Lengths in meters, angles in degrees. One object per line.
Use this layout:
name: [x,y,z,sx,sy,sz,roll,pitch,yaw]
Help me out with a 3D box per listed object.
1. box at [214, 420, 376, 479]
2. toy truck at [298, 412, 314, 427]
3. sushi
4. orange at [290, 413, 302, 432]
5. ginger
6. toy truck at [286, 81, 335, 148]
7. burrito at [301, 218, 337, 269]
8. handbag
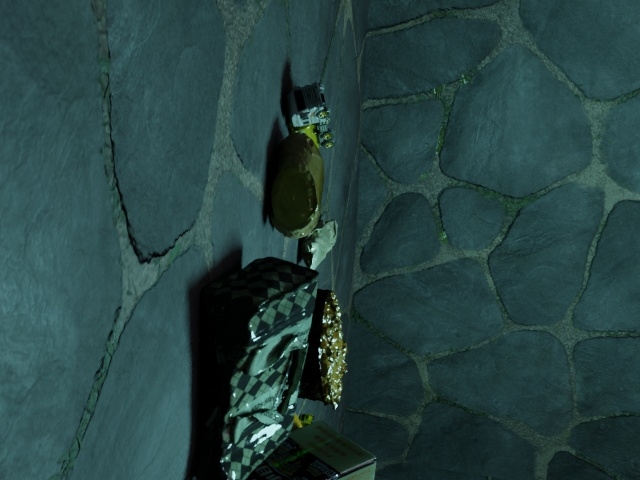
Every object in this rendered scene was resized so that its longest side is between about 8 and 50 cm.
box: [-0.053,0.516,1.464,0.310,0.198,0.084,-8,109,-41]
toy truck: [-0.052,0.676,2.426,0.049,0.054,0.083,-70,163,-55]
sushi: [-0.018,0.298,1.948,0.234,0.208,0.348,-38,132,-67]
orange: [-0.118,0.493,1.646,0.177,0.155,0.177,-177,-90,-87]
ginger: [-0.055,-0.135,1.670,0.221,0.130,0.275,-83,-178,-72]
toy truck: [-0.028,-0.313,1.746,0.227,0.114,0.097,75,1,-66]
burrito: [0.000,0.000,2.224,0.392,0.076,0.117,-53,147,-71]
handbag: [-0.140,0.271,1.363,0.317,0.180,0.415,-32,133,-67]
